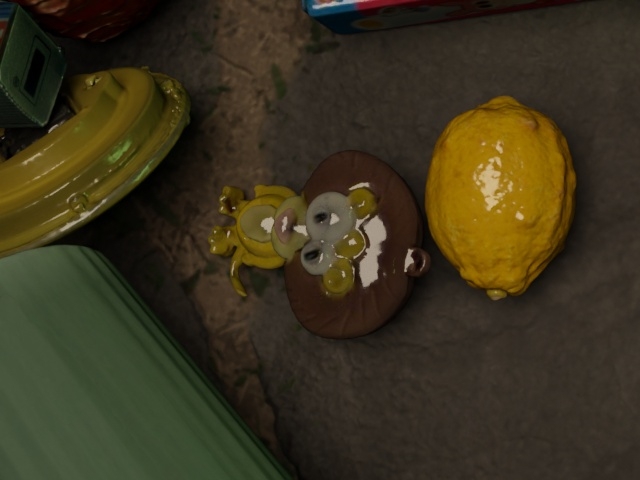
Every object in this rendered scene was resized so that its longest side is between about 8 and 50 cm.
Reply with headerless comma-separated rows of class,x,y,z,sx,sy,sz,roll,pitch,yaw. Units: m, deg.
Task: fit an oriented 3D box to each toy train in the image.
toy train,-0.400,-0.130,1.508,0.409,0.086,0.089,0,63,24

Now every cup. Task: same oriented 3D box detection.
cup,-0.192,0.258,1.398,0.401,0.310,0.392,-40,69,6

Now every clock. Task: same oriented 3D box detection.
clock,-0.213,-0.073,1.488,0.237,0.237,0.057,-26,118,12

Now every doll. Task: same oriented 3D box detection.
doll,-0.003,0.009,1.480,0.188,0.096,0.145,-14,72,24

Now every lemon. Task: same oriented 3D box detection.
lemon,0.136,-0.032,1.432,0.114,0.114,0.155,0,88,16

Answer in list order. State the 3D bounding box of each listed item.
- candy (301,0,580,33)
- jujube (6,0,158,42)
candy,0.136,-0.259,1.468,0.306,0.100,0.157,-7,82,14
jujube,-0.203,-0.265,1.496,0.213,0.232,0.213,-3,80,17
